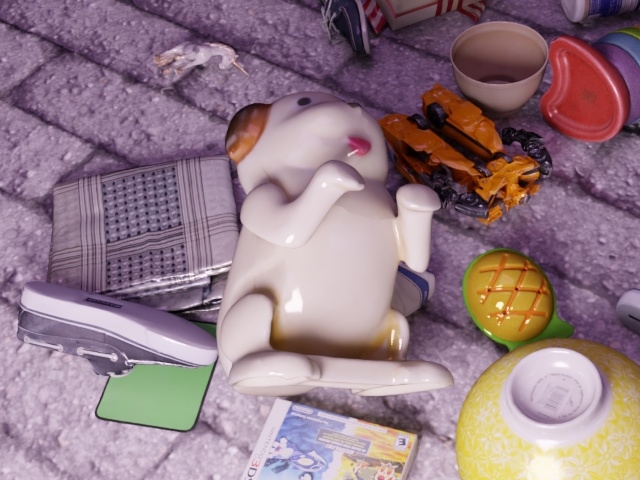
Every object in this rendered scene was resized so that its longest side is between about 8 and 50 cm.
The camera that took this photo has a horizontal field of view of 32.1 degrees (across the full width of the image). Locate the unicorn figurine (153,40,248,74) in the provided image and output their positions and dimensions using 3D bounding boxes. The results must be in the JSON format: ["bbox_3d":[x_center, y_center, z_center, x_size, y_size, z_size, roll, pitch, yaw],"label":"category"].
[{"bbox_3d":[-0.227,-0.334,2.018,0.111,0.060,0.162,-32,47,-33],"label":"unicorn figurine"}]

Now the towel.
[{"bbox_3d":[-0.281,-0.006,1.746,0.312,0.056,0.324,-9,48,-1],"label":"towel"}]

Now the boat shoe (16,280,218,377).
[{"bbox_3d":[-0.293,0.146,1.587,0.301,0.102,0.108,15,11,5],"label":"boat shoe"}]

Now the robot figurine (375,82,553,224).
[{"bbox_3d":[0.230,-0.135,1.778,0.211,0.085,0.291,-32,53,-19],"label":"robot figurine"}]

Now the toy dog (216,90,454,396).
[{"bbox_3d":[0.000,0.000,1.489,0.284,0.395,0.408,6,77,-21],"label":"toy dog"}]

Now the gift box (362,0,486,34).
[{"bbox_3d":[0.191,-0.533,2.020,0.255,0.258,0.276,-16,69,-9],"label":"gift box"}]

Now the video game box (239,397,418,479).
[{"bbox_3d":[0.003,0.314,1.448,0.205,0.048,0.187,12,54,17],"label":"video game box"}]

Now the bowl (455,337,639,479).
[{"bbox_3d":[0.298,0.223,1.387,0.289,0.156,0.289,-11,48,12],"label":"bowl"}]

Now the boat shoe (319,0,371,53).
[{"bbox_3d":[0.036,-0.421,2.039,0.079,0.095,0.254,-11,48,-5],"label":"boat shoe"}]

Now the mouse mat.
[{"bbox_3d":[-0.229,0.189,1.610,0.152,0.007,0.190,7,52,13],"label":"mouse mat"}]

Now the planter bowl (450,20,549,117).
[{"bbox_3d":[0.300,-0.277,1.874,0.162,0.109,0.162,-3,50,4],"label":"planter bowl"}]

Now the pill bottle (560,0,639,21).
[{"bbox_3d":[0.535,-0.465,2.005,0.186,0.112,0.112,-12,49,-4],"label":"pill bottle"}]

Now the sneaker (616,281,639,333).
[{"bbox_3d":[0.535,0.120,1.516,0.258,0.094,0.091,33,65,31],"label":"sneaker"}]

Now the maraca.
[{"bbox_3d":[0.279,0.096,1.571,0.127,0.099,0.186,-31,78,-8],"label":"maraca"}]

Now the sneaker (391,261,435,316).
[{"bbox_3d":[0.056,0.009,1.678,0.131,0.112,0.296,-21,57,-25],"label":"sneaker"}]

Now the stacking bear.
[{"bbox_3d":[0.526,-0.289,1.834,0.289,0.175,0.164,-30,51,-27],"label":"stacking bear"}]
